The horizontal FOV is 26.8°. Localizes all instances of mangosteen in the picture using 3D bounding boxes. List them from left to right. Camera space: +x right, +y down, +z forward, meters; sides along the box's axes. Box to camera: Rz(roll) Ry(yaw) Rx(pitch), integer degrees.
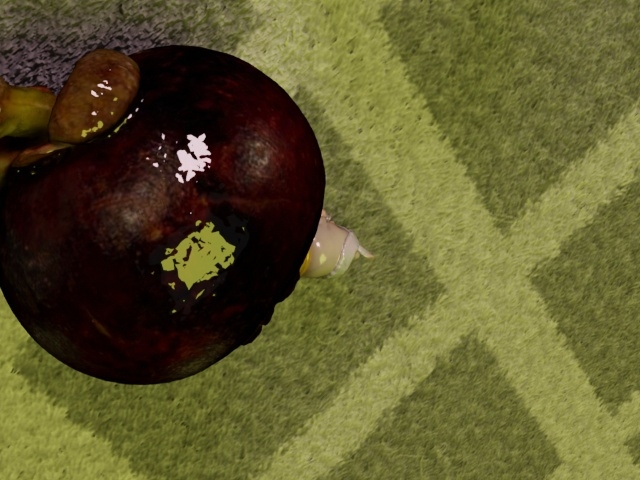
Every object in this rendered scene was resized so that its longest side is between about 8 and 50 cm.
[{"bbox_3d":[-0.150,-0.030,1.140,0.297,0.293,0.297,-62,179,-1],"label":"mangosteen"}]

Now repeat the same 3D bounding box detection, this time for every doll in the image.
[{"bbox_3d":[0.000,0.000,1.430,0.127,0.073,0.084,-3,89,-35],"label":"doll"}]
